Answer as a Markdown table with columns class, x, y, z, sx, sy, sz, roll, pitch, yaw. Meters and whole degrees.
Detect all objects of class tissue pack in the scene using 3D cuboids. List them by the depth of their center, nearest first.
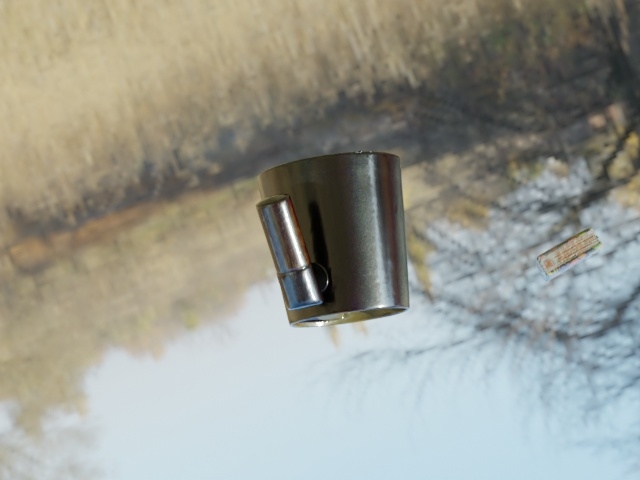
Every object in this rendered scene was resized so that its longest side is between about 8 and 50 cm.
| class | x | y | z | sx | sy | sz | roll | pitch | yaw |
| --- | --- | --- | --- | --- | --- | --- | --- | --- | --- |
| tissue pack | 0.322 | 0.018 | 1.937 | 0.083 | 0.035 | 0.063 | -29 | 170 | 1 |

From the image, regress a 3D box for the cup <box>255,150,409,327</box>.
| class | x | y | z | sx | sy | sz | roll | pitch | yaw |
| --- | --- | --- | --- | --- | --- | --- | --- | --- | --- |
| cup | -0.008 | 0.003 | 1.677 | 0.239 | 0.177 | 0.166 | -1 | 170 | -40 |
